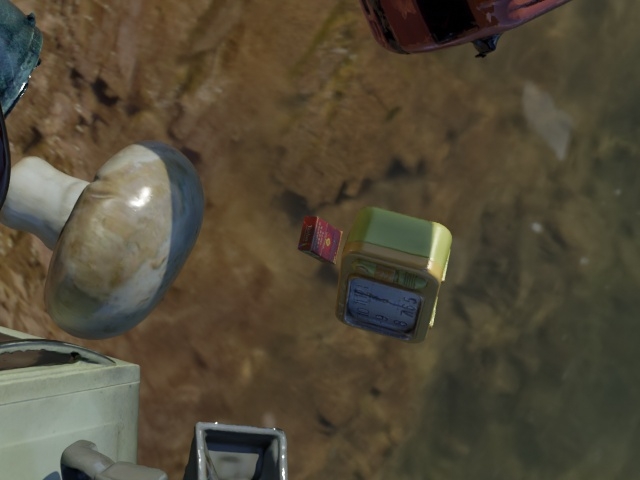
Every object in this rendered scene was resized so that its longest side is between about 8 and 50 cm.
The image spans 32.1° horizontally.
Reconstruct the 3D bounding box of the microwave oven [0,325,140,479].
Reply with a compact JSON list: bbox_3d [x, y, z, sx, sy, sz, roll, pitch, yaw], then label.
[{"bbox_3d":[-0.386,0.247,1.030,0.394,0.247,0.333,0,94,-60],"label":"microwave oven"}]

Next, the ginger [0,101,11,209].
[{"bbox_3d":[-0.375,-0.073,0.634,0.358,0.211,0.413,-10,99,-30],"label":"ginger"}]

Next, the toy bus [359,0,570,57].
[{"bbox_3d":[0.238,-0.340,1.090,0.427,0.233,0.203,-29,108,-21],"label":"toy bus"}]

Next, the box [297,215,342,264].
[{"bbox_3d":[0.000,0.000,1.609,0.082,0.023,0.051,29,71,-57],"label":"box"}]

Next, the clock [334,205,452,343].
[{"bbox_3d":[0.098,0.052,1.540,0.143,0.202,0.096,13,58,6],"label":"clock"}]

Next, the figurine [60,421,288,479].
[{"bbox_3d":[-0.082,0.291,0.959,0.167,0.285,0.342,-20,70,-36],"label":"figurine"}]

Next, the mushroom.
[{"bbox_3d":[-0.257,-0.018,1.262,0.243,0.243,0.243,-6,105,-23],"label":"mushroom"}]

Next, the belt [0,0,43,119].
[{"bbox_3d":[-0.332,-0.097,0.858,0.267,0.206,0.116,-39,120,20],"label":"belt"}]
